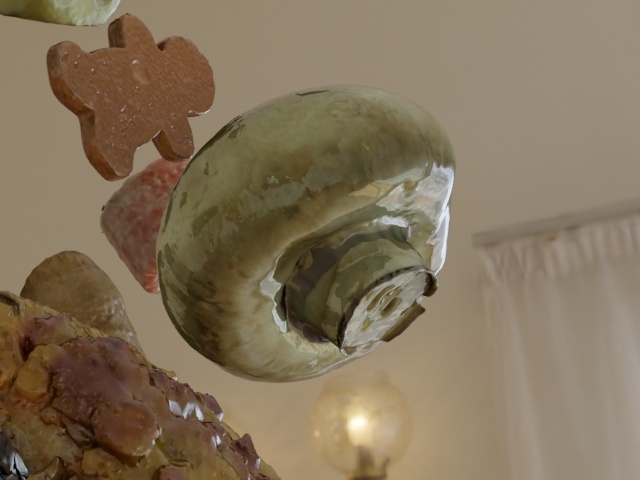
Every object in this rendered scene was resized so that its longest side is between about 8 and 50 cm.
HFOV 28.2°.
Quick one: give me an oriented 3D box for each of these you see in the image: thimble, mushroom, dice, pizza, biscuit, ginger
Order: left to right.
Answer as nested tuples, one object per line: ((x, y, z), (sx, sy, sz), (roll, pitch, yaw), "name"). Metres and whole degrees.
((-0.388, -0.405, 1.828), (0.166, 0.169, 0.169), (21, 19, 36), "dice")
((-0.259, 0.171, 1.524), (0.126, 0.354, 0.190), (-29, 23, -22), "ginger")
((-0.234, -0.190, 1.664), (0.049, 0.205, 0.324), (-17, 14, 31), "biscuit")
((-0.089, 0.136, 0.732), (0.081, 0.229, 0.289), (-39, -60, 9), "pizza")
((-0.230, -0.027, 2.123), (0.239, 0.162, 0.239), (-33, -20, -14), "thimble")
((0.000, 0.000, 1.342), (0.352, 0.260, 0.352), (-26, -34, -20), "mushroom")

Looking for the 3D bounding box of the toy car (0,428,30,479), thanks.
((-0.346, 0.303, 1.400), (0.188, 0.190, 0.255), (-9, -20, 24), "toy car")
